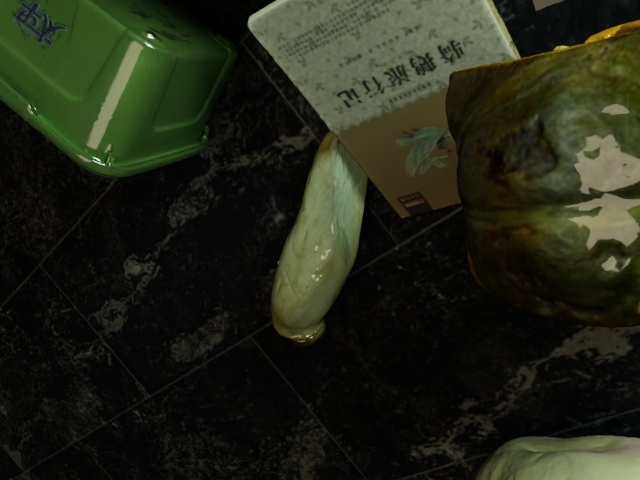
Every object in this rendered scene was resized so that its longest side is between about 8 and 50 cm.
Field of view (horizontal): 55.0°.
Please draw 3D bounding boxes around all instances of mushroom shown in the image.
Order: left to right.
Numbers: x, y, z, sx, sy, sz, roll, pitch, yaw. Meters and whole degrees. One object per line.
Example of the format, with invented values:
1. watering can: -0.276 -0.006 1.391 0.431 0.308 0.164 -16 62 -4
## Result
1. mushroom: 0.002 0.003 0.808 0.107 0.087 0.333 47 130 34

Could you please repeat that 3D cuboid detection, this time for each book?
1. book: 0.100 -0.151 0.638 0.217 0.021 0.310 -17 131 34

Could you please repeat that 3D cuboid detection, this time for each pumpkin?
1. pumpkin: 0.269 -0.069 0.507 0.256 0.303 0.225 17 128 61

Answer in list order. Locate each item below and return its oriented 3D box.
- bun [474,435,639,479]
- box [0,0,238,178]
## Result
1. bun: 0.327 0.400 0.734 0.361 0.213 0.360 23 123 40
2. box: -0.274 -0.245 0.744 0.329 0.253 0.177 40 114 3
